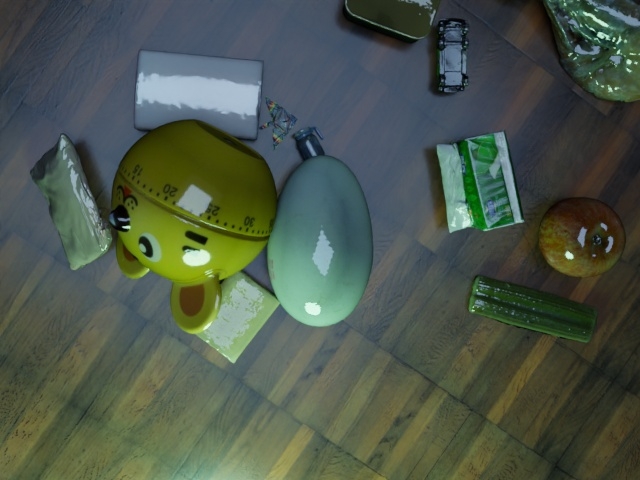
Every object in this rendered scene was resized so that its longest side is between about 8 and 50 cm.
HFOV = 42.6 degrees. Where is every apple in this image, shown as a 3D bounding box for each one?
[{"bbox_3d":[0.594,-0.007,1.864,0.188,0.174,0.188,-1,95,-9],"label":"apple"}]

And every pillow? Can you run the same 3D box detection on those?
[{"bbox_3d":[-0.539,-0.078,1.762,0.067,0.173,0.270,-27,96,-48],"label":"pillow"}]

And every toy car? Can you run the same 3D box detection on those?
[{"bbox_3d":[0.296,-0.417,1.858,0.071,0.062,0.165,-1,94,-5],"label":"toy car"}]

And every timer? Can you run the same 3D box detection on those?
[{"bbox_3d":[-0.277,-0.041,1.685,0.376,0.376,0.386,27,101,-7],"label":"timer"}]

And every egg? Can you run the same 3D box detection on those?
[{"bbox_3d":[0.000,0.000,1.773,0.230,0.230,0.370,1,86,-6],"label":"egg"}]

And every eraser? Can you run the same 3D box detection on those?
[{"bbox_3d":[-0.264,-0.316,1.789,0.270,0.095,0.174,4,93,-7],"label":"eraser"}]

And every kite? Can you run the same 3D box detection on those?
[{"bbox_3d":[-0.096,-0.269,1.854,0.090,0.004,0.122,-14,95,-5],"label":"kite"}]

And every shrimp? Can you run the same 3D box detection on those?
[{"bbox_3d":[0.605,-0.480,1.864,0.446,0.110,0.221,36,125,0],"label":"shrimp"}]

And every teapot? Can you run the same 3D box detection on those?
[{"bbox_3d":[-0.019,-0.216,1.844,0.064,0.049,0.083,-27,96,-4],"label":"teapot"}]

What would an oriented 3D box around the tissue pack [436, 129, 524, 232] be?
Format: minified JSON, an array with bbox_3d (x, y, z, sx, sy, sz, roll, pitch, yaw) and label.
[{"bbox_3d":[0.349,-0.129,1.841,0.156,0.148,0.209,-13,96,-5],"label":"tissue pack"}]

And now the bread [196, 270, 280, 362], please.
[{"bbox_3d":[-0.193,0.165,1.845,0.139,0.060,0.178,40,89,-8],"label":"bread"}]

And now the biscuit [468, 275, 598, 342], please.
[{"bbox_3d":[0.506,0.166,1.935,0.323,0.038,0.099,16,89,-7],"label":"biscuit"}]

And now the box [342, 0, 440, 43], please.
[{"bbox_3d":[0.157,-0.532,1.821,0.201,0.090,0.144,18,92,-7],"label":"box"}]
